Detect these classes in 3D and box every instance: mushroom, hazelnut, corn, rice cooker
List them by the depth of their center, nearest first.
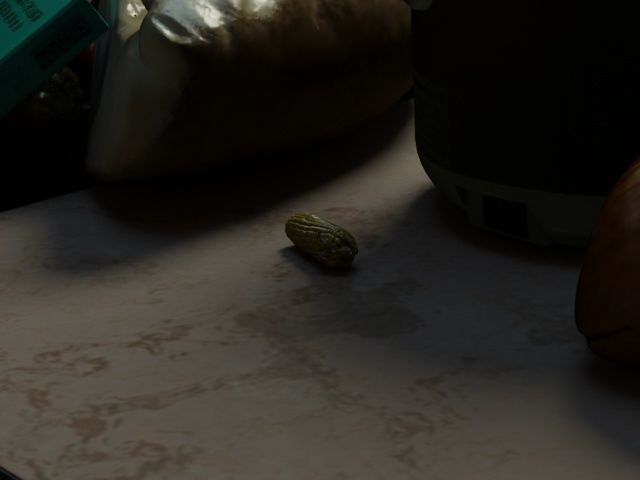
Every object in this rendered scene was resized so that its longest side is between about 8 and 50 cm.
[{"bbox_3d":[0.207,0.005,1.064,0.150,0.150,0.150,-3,19,1],"label":"hazelnut"},{"bbox_3d":[0.000,0.000,1.272,0.028,0.027,0.083,-5,15,-26],"label":"corn"},{"bbox_3d":[0.211,-0.185,1.310,0.335,0.325,0.335,-3,20,1],"label":"rice cooker"},{"bbox_3d":[-0.034,-0.148,1.490,0.313,0.224,0.397,9,26,-7],"label":"mushroom"},{"bbox_3d":[-0.315,-0.146,1.640,0.102,0.102,0.313,-19,25,-38],"label":"corn"}]

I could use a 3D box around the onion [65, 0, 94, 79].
[{"bbox_3d":[-0.224,-0.215,1.766,0.173,0.135,0.198,-18,25,-28],"label":"onion"}]

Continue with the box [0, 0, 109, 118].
[{"bbox_3d":[-0.273,-0.119,1.470,0.226,0.042,0.161,-41,24,-3],"label":"box"}]
